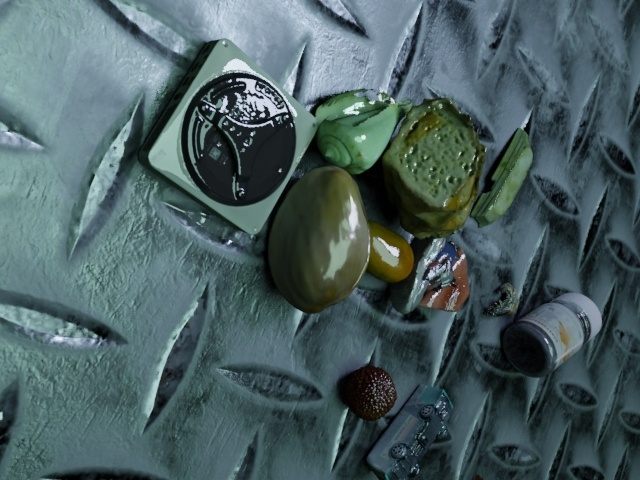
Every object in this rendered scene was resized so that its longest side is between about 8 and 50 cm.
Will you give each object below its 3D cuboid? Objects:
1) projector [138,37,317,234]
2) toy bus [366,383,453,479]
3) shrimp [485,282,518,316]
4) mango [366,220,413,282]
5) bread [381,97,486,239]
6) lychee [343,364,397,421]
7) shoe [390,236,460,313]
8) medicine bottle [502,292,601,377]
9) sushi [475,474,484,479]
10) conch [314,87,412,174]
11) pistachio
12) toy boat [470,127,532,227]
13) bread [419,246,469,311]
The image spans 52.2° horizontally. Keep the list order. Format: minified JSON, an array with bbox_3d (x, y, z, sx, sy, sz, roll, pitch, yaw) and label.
[{"bbox_3d":[-0.149,-0.177,1.157,0.259,0.079,0.257,36,76,-36],"label":"projector"},{"bbox_3d":[0.218,0.468,1.567,0.262,0.109,0.091,-45,122,-26],"label":"toy bus"},{"bbox_3d":[0.493,0.166,1.789,0.161,0.034,0.091,-11,94,-44],"label":"shrimp"},{"bbox_3d":[0.135,0.028,1.429,0.163,0.089,0.111,25,71,-30],"label":"mango"},{"bbox_3d":[0.235,-0.134,1.357,0.239,0.196,0.252,-63,167,-6],"label":"bread"},{"bbox_3d":[0.111,0.337,1.446,0.123,0.129,0.123,1,81,-6],"label":"lychee"},{"bbox_3d":[0.251,0.084,1.511,0.125,0.099,0.228,37,70,-21],"label":"shoe"},{"bbox_3d":[0.659,0.262,1.854,0.273,0.165,0.165,-23,113,-34],"label":"medicine bottle"},{"bbox_3d":[0.437,0.715,1.839,0.099,0.047,0.050,-54,140,-39],"label":"sushi"},{"bbox_3d":[0.075,-0.239,1.304,0.251,0.143,0.137,-63,147,-31],"label":"conch"},{"bbox_3d":[0.000,0.000,1.275,0.166,0.197,0.288,60,36,-80],"label":"pistachio"},{"bbox_3d":[0.484,-0.165,1.697,0.093,0.055,0.293,42,72,-39],"label":"toy boat"},{"bbox_3d":[0.301,0.116,1.592,0.192,0.067,0.119,-46,114,-24],"label":"bread"}]
